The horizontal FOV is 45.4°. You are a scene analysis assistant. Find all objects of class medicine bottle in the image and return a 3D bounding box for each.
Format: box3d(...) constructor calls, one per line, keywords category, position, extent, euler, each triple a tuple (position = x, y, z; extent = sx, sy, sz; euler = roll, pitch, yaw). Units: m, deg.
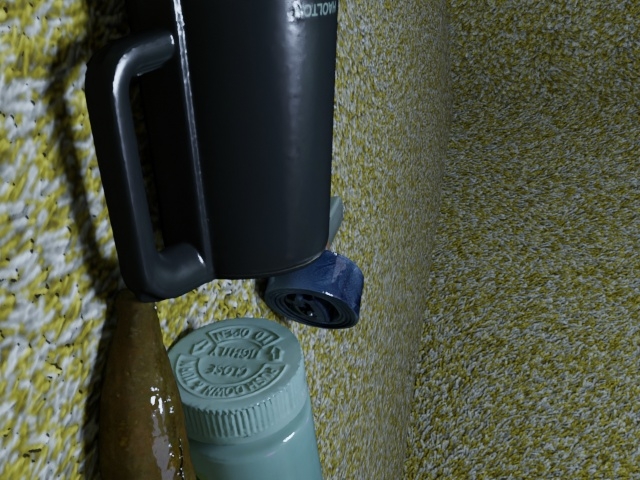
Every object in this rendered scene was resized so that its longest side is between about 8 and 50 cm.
box3d(category="medicine bottle", position=(-0.079, 0.261, 0.895), extent=(0.158, 0.158, 0.318), euler=(-64, 152, -55))

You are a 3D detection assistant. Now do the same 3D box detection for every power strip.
box3d(category="power strip", position=(0.000, 0.000, 1.366), extent=(0.253, 0.027, 0.060), euler=(-63, 152, -55))

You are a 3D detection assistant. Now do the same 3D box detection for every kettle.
box3d(category="kettle", position=(-0.082, -0.119, 0.733), extent=(0.262, 0.203, 0.308), euler=(-83, 173, -68))

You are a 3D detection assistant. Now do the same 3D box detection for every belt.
box3d(category="belt", position=(-0.007, 0.072, 1.145), extent=(0.190, 0.141, 0.082), euler=(62, 36, -63))

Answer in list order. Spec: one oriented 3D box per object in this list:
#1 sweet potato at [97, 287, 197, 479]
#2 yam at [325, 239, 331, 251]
box3d(category="sweet potato", position=(-0.170, 0.189, 0.728), extent=(0.112, 0.085, 0.286), euler=(-171, -110, -72))
box3d(category="yam", position=(-0.008, 0.000, 1.246), extent=(0.046, 0.046, 0.264), euler=(-34, 117, -71))
